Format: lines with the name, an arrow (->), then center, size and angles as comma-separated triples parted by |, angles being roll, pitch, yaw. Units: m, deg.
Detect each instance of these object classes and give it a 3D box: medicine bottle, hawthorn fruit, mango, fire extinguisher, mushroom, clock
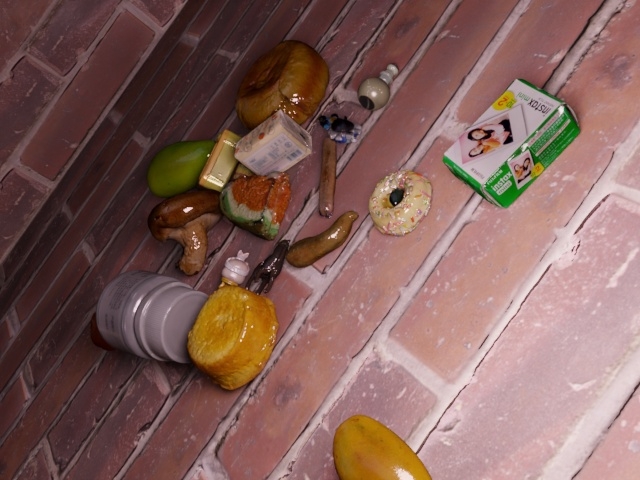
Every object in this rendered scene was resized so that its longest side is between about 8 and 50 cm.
medicine bottle -> -0.464, 0.220, 1.881 | 0.306, 0.245, 0.245 | 9, 69, 40
hawthorn fruit -> -0.697, 0.293, 2.173 | 0.132, 0.132, 0.138 | -6, 67, 45
mango -> 0.113, 0.427, 1.217 | 0.138, 0.113, 0.253 | -53, 44, -4
mango -> -0.484, -0.268, 2.347 | 0.343, 0.156, 0.193 | -19, 60, 32
fire extinguisher -> -0.233, -0.267, 2.135 | 0.106, 0.075, 0.252 | 7, 68, 40
mushroom -> -0.402, -0.060, 2.079 | 0.267, 0.255, 0.267 | -27, 27, 15
clock -> -0.328, -0.255, 2.177 | 0.202, 0.096, 0.143 | -67, 15, -8

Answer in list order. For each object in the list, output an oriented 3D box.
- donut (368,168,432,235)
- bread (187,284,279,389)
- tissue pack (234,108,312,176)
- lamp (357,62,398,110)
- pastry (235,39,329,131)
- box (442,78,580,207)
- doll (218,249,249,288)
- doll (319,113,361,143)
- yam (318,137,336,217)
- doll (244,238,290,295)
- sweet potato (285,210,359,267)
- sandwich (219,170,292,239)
donut -> 0.184, -0.094, 1.568 | 0.174, 0.068, 0.175 | -28, 44, 31
bread -> -0.221, 0.241, 1.688 | 0.268, 0.145, 0.269 | -22, 50, 30
tissue pack -> -0.142, -0.283, 1.995 | 0.196, 0.148, 0.092 | -31, 40, 27
lamp -> 0.170, -0.436, 1.839 | 0.091, 0.091, 0.163 | 7, 52, 49
pastry -> -0.123, -0.485, 2.114 | 0.356, 0.163, 0.356 | -25, 48, 31
box -> 0.400, -0.207, 1.393 | 0.250, 0.103, 0.180 | -48, 38, 9
doll -> -0.245, 0.088, 1.895 | 0.127, 0.073, 0.084 | -63, 6, -7
doll -> 0.058, -0.316, 1.867 | 0.095, 0.070, 0.195 | -19, 33, -13
yam -> 0.021, -0.175, 1.822 | 0.046, 0.046, 0.264 | -25, 47, 33
doll -> -0.134, 0.069, 1.773 | 0.165, 0.057, 0.139 | -60, 10, -19
sweet potato -> 0.002, 0.003, 1.699 | 0.233, 0.062, 0.081 | -33, 42, 22
sandwich -> -0.186, -0.111, 1.953 | 0.292, 0.109, 0.212 | 9, 63, 47
